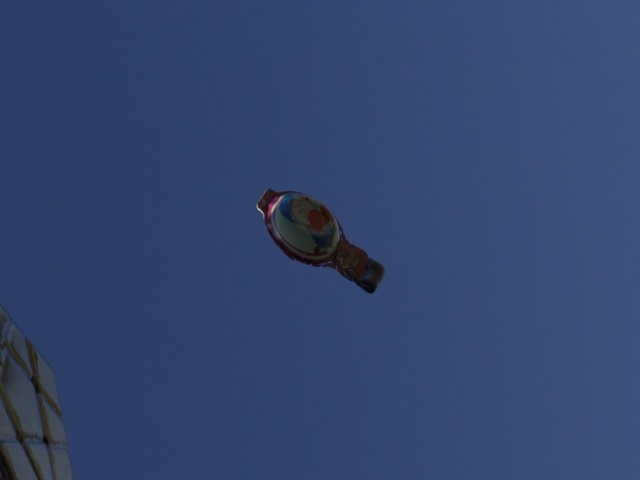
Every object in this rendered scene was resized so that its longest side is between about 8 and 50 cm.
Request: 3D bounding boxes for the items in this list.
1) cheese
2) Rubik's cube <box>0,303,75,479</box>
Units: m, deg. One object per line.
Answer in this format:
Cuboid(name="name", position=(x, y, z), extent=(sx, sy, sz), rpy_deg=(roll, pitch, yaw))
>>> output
Cuboid(name="cheese", position=(0.000, 0.000, 1.706), extent=(0.145, 0.038, 0.095), rpy_deg=(36, -137, -4))
Cuboid(name="Rubik's cube", position=(-0.347, 0.169, 1.339), extent=(0.264, 0.319, 0.319), rpy_deg=(15, -109, -43))
